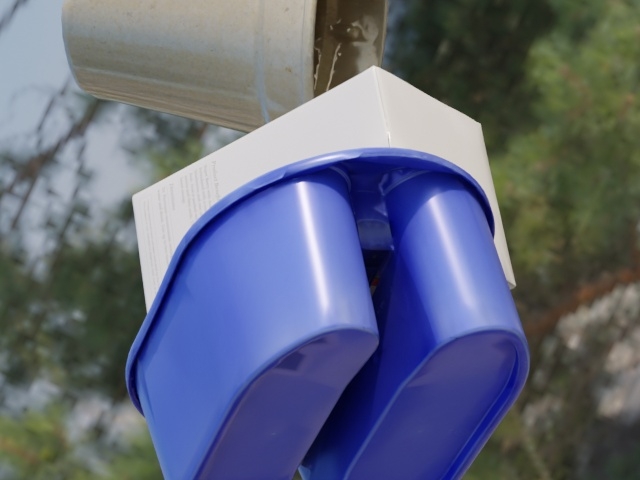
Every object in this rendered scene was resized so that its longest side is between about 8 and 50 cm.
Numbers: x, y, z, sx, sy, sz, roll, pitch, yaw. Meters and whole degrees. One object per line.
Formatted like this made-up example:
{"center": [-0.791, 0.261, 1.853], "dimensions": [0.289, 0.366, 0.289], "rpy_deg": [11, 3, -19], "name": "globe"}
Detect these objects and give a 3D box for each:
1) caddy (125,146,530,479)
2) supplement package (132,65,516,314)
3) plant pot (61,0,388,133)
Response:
{"center": [-0.001, 0.075, 1.376], "dimensions": [0.341, 0.241, 0.179], "rpy_deg": [118, 145, -43], "name": "caddy"}
{"center": [0.000, 0.000, 1.749], "dimensions": [0.293, 0.175, 0.177], "rpy_deg": [-25, 60, 30], "name": "supplement package"}
{"center": [-0.110, -0.254, 2.134], "dimensions": [0.334, 0.305, 0.333], "rpy_deg": [6, -90, -76], "name": "plant pot"}
